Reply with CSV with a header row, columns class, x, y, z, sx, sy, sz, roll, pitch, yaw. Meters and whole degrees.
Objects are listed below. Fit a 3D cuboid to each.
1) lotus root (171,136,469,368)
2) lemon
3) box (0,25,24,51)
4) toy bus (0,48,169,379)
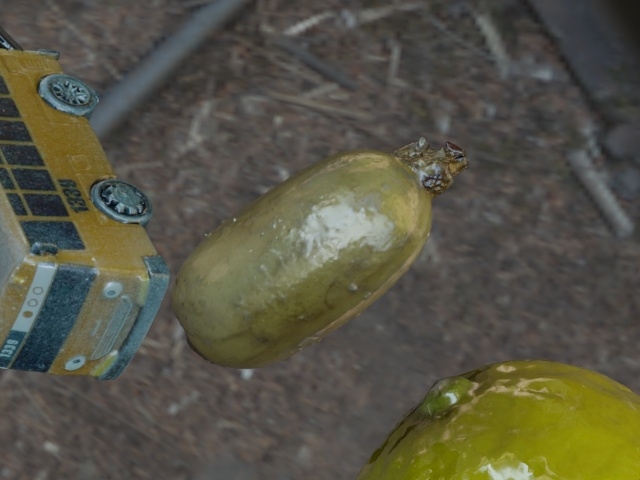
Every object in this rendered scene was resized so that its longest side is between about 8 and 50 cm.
class,x,y,z,sx,sy,sz,roll,pitch,yaw
lotus root,0.000,0.000,2.009,0.343,0.169,0.151,-37,115,8
lemon,0.172,0.256,1.589,0.364,0.364,0.364,-5,102,-28
box,-0.403,-0.134,1.503,0.251,0.204,0.345,-44,95,7
toy bus,-0.159,-0.016,1.047,0.103,0.182,0.091,2,133,-36
